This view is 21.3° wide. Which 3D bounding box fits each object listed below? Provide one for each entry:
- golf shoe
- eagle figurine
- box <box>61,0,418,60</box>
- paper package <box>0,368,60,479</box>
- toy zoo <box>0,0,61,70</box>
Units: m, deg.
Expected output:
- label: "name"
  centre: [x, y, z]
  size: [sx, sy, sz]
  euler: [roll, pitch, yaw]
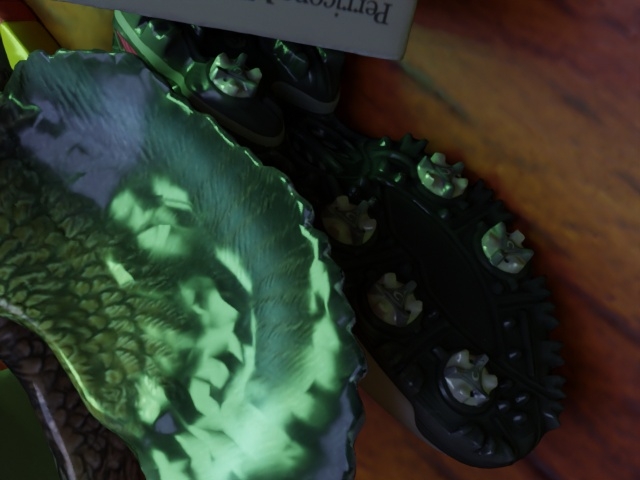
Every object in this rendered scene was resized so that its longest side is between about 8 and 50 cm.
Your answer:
- label: "golf shoe"
  centre: [0.000, 0.000, 0.752]
  size: [0.273, 0.105, 0.120]
  euler: [52, 137, 21]
- label: "eagle figurine"
  centre: [-0.125, 0.022, 0.725]
  size: [0.298, 0.226, 0.225]
  euler: [32, 101, -3]
- label: "box"
  centre: [-0.025, -0.202, 0.647]
  size: [0.127, 0.149, 0.232]
  euler: [-130, 51, -64]
- label: "paper package"
  centre: [-0.184, 0.270, 0.851]
  size: [0.309, 0.168, 0.324]
  euler: [-43, 73, 29]
- label: "toy zoo"
  centre: [-0.214, -0.057, 0.904]
  size: [0.293, 0.030, 0.192]
  euler: [50, 119, 16]
